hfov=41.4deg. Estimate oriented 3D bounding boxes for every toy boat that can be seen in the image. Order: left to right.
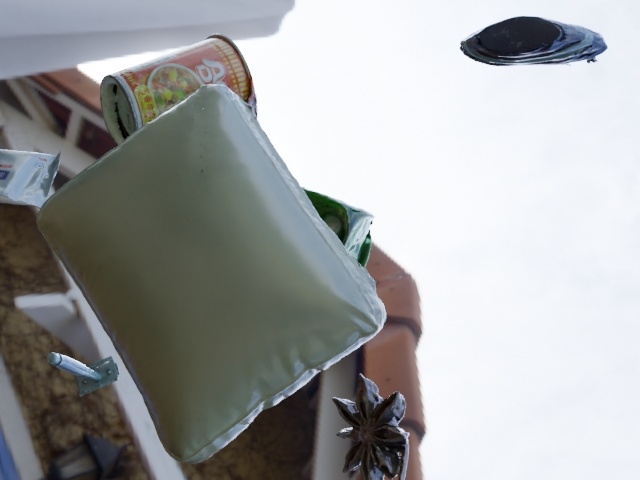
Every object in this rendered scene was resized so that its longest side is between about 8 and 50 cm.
[{"bbox_3d":[0.347,-0.293,1.350,0.221,0.291,0.067,4,-89,22],"label":"toy boat"}]

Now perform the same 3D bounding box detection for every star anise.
[{"bbox_3d":[0.112,0.392,1.669,0.230,0.081,0.262,-58,-136,20],"label":"star anise"}]

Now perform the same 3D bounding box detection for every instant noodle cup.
[{"bbox_3d":[-0.242,-0.232,1.411,0.193,0.212,0.193,32,-47,43],"label":"instant noodle cup"}]

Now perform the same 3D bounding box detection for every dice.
[{"bbox_3d":[0.000,0.000,1.217,0.120,0.128,0.131,24,-88,22],"label":"dice"}]

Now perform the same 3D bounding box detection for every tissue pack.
[{"bbox_3d":[-0.436,-0.084,1.083,0.122,0.193,0.026,-90,-177,-55],"label":"tissue pack"}]

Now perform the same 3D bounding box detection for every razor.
[{"bbox_3d":[-0.343,0.178,1.188,0.135,0.068,0.040,58,9,-65],"label":"razor"}]

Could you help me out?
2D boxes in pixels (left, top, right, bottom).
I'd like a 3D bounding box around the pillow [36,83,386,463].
[{"bbox_3d":[-0.113,0.022,0.833,0.255,0.120,0.322,-35,-110,3],"label":"pillow"}]
